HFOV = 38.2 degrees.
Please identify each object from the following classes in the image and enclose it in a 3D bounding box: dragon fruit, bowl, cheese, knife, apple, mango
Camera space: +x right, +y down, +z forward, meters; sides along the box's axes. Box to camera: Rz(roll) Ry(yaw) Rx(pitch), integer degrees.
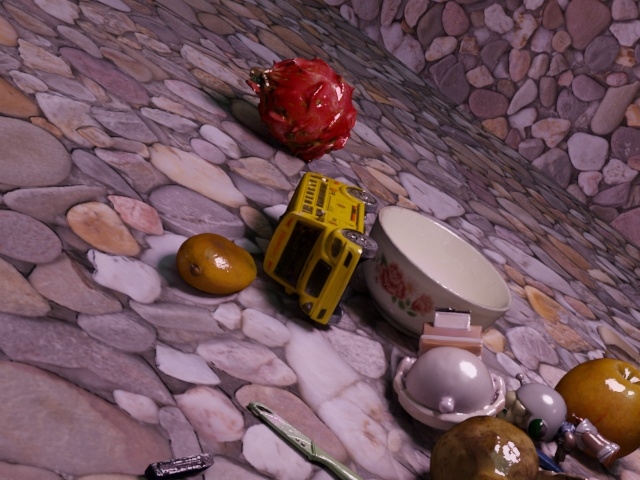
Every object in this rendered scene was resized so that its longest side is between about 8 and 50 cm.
[{"bbox_3d":[-0.040,-0.295,1.955,0.268,0.210,0.205,30,40,-35],"label":"dragon fruit"},{"bbox_3d":[0.180,0.077,1.583,0.277,0.145,0.277,30,20,-12],"label":"bowl"},{"bbox_3d":[0.725,0.313,1.942,0.400,0.034,0.085,40,13,-16],"label":"cheese"},{"bbox_3d":[-0.003,0.258,1.108,0.207,0.014,0.030,36,21,9],"label":"knife"},{"bbox_3d":[0.485,0.281,1.570,0.182,0.155,0.182,34,21,-15],"label":"apple"},{"bbox_3d":[-0.143,0.033,1.325,0.101,0.066,0.187,43,14,20],"label":"mango"}]

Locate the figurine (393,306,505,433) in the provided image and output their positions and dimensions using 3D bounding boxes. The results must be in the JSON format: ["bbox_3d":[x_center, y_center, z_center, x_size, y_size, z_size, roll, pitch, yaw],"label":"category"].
[{"bbox_3d":[0.189,0.208,1.361,0.162,0.141,0.237,5,24,4],"label":"figurine"}]

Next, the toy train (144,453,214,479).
[{"bbox_3d":[-0.143,0.234,0.946,0.083,0.017,0.017,5,38,-51],"label":"toy train"}]

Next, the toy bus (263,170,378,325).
[{"bbox_3d":[0.000,0.000,1.487,0.152,0.144,0.330,24,19,-5],"label":"toy bus"}]

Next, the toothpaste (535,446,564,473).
[{"bbox_3d":[0.349,0.343,1.433,0.083,0.019,0.027,35,-3,0],"label":"toothpaste"}]

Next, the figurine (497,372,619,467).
[{"bbox_3d":[0.368,0.295,1.453,0.197,0.093,0.147,42,14,26],"label":"figurine"}]

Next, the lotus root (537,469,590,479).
[{"bbox_3d":[0.320,0.366,1.261,0.135,0.095,0.159,23,-17,-39],"label":"lotus root"}]

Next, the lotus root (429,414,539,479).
[{"bbox_3d":[0.207,0.285,1.151,0.138,0.138,0.214,35,-1,3],"label":"lotus root"}]

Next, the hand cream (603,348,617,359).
[{"bbox_3d":[0.644,0.277,1.982,0.076,0.047,0.174,39,14,5],"label":"hand cream"}]
